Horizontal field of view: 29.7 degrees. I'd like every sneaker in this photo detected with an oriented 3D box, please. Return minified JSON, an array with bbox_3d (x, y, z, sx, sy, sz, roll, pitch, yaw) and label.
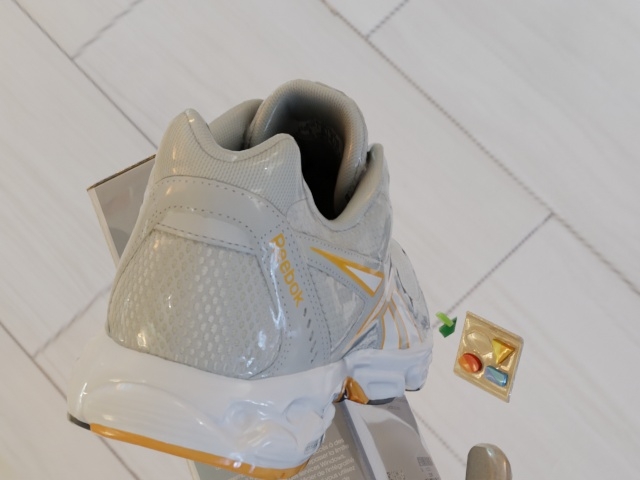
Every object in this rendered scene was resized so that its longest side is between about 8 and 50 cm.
[{"bbox_3d":[0.000,0.000,0.466,0.099,0.262,0.121,16,100,11],"label":"sneaker"}]

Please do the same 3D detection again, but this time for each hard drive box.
[{"bbox_3d":[-0.020,0.070,0.681,0.089,0.181,0.232,-25,75,10],"label":"hard drive box"}]

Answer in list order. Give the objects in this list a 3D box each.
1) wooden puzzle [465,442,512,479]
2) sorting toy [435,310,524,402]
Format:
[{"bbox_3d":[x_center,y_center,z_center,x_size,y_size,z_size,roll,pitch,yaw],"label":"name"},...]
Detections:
[{"bbox_3d":[0.083,0.250,0.650,0.044,0.238,0.221,2,60,14],"label":"wooden puzzle"},{"bbox_3d":[0.123,0.089,0.975,0.083,0.012,0.062,26,119,37],"label":"sorting toy"}]
